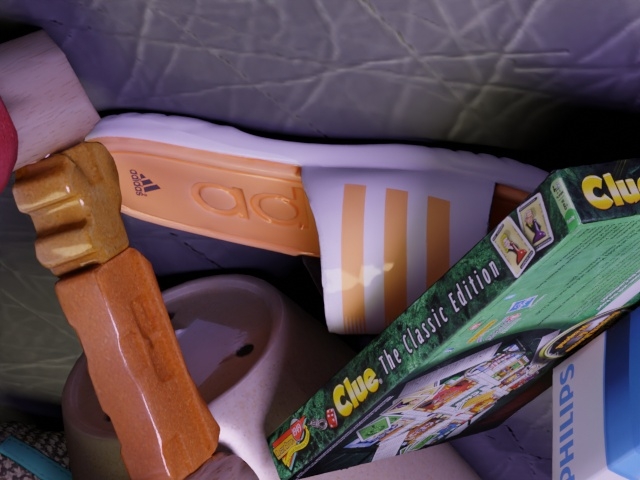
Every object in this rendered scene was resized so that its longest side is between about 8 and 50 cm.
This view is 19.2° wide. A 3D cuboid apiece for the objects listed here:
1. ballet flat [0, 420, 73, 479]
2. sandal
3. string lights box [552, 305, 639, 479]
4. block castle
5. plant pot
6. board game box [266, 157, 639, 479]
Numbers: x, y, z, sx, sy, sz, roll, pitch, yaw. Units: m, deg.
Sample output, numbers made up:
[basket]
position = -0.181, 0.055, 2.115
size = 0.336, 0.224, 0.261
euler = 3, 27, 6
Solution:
[ballet flat]
position = -0.189, 0.271, 1.378
size = 0.182, 0.164, 0.483
euler = 33, 149, 18
[sandal]
position = 0.001, 0.006, 0.886
size = 0.265, 0.076, 0.102
euler = 8, 149, 15
[string lights box]
position = 0.224, 0.048, 0.787
size = 0.133, 0.077, 0.259
euler = 21, 141, -21
[block castle]
position = -0.280, 0.108, 0.867
size = 0.453, 0.213, 0.303
euler = -17, 100, 24
[plant pot]
position = -0.021, 0.162, 1.023
size = 0.256, 0.256, 0.274
euler = -4, 127, 33
[board game box]
position = 0.089, 0.035, 0.835
size = 0.136, 0.030, 0.260
euler = -7, 155, -34
